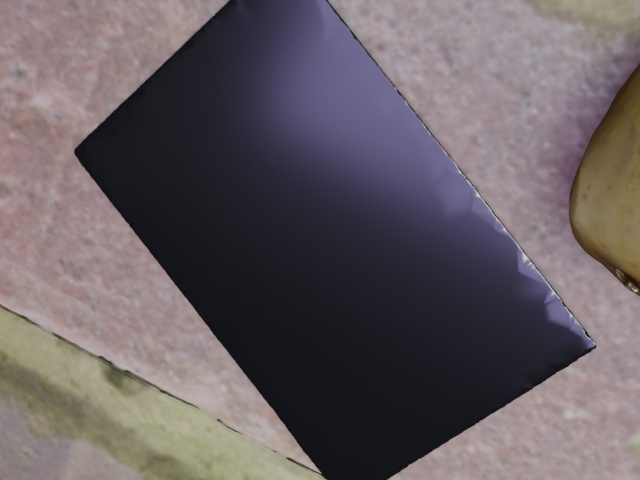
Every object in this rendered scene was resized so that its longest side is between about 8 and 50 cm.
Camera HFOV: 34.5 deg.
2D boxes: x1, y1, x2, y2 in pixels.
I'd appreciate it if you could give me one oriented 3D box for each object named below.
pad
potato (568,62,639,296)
[{"bbox_3d":[0.000,0.000,0.528,0.170,0.006,0.245,-39,88,24],"label":"pad"},{"bbox_3d":[0.181,-0.045,0.399,0.178,0.118,0.109,-46,121,10],"label":"potato"}]
